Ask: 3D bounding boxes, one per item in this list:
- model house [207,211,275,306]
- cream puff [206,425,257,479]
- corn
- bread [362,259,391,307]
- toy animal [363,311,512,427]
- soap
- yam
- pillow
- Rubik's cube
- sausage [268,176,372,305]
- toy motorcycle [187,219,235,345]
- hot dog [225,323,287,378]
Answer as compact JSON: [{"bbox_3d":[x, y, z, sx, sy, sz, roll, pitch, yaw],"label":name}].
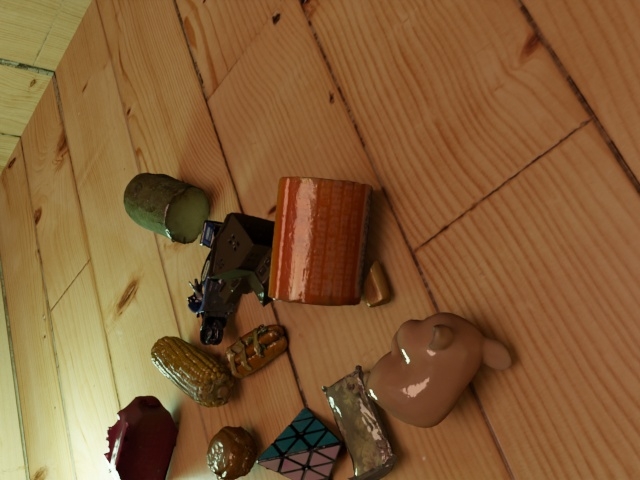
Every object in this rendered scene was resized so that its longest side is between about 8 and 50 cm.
[{"bbox_3d":[-0.184,0.089,1.701,0.243,0.211,0.204,-55,49,22],"label":"model house"},{"bbox_3d":[-0.241,0.600,1.791,0.165,0.115,0.150,21,95,55],"label":"cream puff"},{"bbox_3d":[-0.395,0.396,1.960,0.387,0.143,0.144,18,100,51],"label":"corn"},{"bbox_3d":[0.128,0.105,1.490,0.062,0.049,0.103,-32,63,31],"label":"bread"},{"bbox_3d":[0.221,0.253,1.295,0.256,0.195,0.213,-65,24,19],"label":"toy animal"},{"bbox_3d":[-0.585,0.662,2.084,0.127,0.220,0.325,22,102,37],"label":"soap"},{"bbox_3d":[-0.502,-0.111,2.081,0.300,0.195,0.195,22,102,44],"label":"yam"},{"bbox_3d":[0.097,0.429,1.488,0.169,0.059,0.255,-47,53,39],"label":"pillow"},{"bbox_3d":[0.005,0.525,1.548,0.178,0.211,0.191,-26,103,43],"label":"Rubik's cube"},{"bbox_3d":[0.000,0.000,1.509,0.233,0.233,0.287,9,95,47],"label":"sausage"},{"bbox_3d":[-0.316,0.134,1.915,0.212,0.125,0.359,26,103,53],"label":"toy motorcycle"},{"bbox_3d":[-0.186,0.307,1.790,0.269,0.072,0.109,-39,62,39],"label":"hot dog"}]
